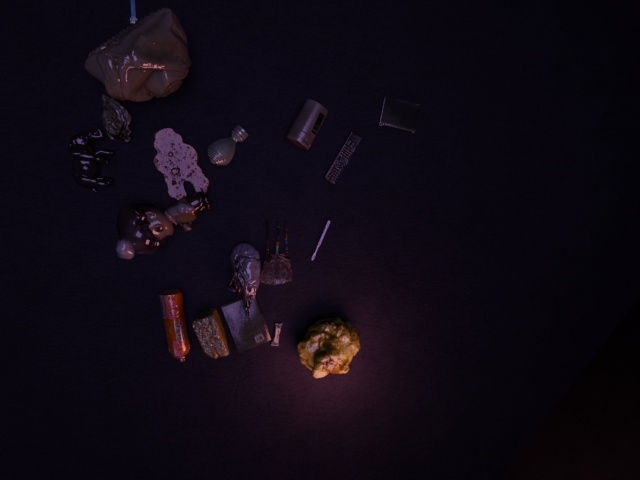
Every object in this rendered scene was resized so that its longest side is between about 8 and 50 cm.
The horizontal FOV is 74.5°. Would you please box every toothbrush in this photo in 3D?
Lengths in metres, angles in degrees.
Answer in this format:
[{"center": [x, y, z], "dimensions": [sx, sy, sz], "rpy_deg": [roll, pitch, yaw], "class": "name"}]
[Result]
[{"center": [0.000, 0.000, 1.885], "dimensions": [0.014, 0.017, 0.194], "rpy_deg": [24, 93, -13], "class": "toothbrush"}]

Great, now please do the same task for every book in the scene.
[{"center": [-0.328, 0.368, 1.865], "dimensions": [0.160, 0.024, 0.228], "rpy_deg": [-20, 101, -10], "class": "book"}]

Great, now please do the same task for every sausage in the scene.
[{"center": [-0.609, 0.365, 1.772], "dimensions": [0.093, 0.093, 0.312], "rpy_deg": [-8, 99, -11], "class": "sausage"}]

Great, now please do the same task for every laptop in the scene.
[{"center": [0.355, -0.560, 1.879], "dimensions": [0.180, 0.016, 0.129], "rpy_deg": [9, 96, -14], "class": "laptop"}]

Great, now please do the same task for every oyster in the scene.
[{"center": [-0.790, -0.472, 1.631], "dimensions": [0.125, 0.064, 0.177], "rpy_deg": [3, 108, 2], "class": "oyster"}]

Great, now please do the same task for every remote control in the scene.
[{"center": [0.099, -0.363, 1.849], "dimensions": [0.063, 0.025, 0.245], "rpy_deg": [32, 90, -15], "class": "remote control"}]

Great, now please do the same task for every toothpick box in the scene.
[{"center": [-0.057, -0.482, 1.755], "dimensions": [0.111, 0.111, 0.180], "rpy_deg": [29, 90, -14], "class": "toothpick box"}]

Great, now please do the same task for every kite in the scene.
[{"center": [-0.191, 0.054, 1.838], "dimensions": [0.152, 0.015, 0.285], "rpy_deg": [-3, 97, -29], "class": "kite"}]

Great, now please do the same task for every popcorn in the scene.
[{"center": [0.039, 0.475, 1.867], "dimensions": [0.287, 0.215, 0.252], "rpy_deg": [-21, 63, -3], "class": "popcorn"}]

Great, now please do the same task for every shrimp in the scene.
[{"center": [-0.326, 0.181, 1.790], "dimensions": [0.145, 0.116, 0.342], "rpy_deg": [-1, 90, -13], "class": "shrimp"}]

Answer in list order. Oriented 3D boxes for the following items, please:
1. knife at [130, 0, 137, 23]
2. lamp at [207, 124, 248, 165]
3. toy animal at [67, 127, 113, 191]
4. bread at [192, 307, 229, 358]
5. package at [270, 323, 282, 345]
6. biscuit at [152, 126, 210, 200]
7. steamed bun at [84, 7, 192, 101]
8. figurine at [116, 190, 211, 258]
[{"center": [-0.716, -0.878, 1.609], "dimensions": [0.027, 0.010, 0.096], "rpy_deg": [-2, 96, -11], "class": "knife"}, {"center": [-0.379, -0.386, 1.711], "dimensions": [0.106, 0.106, 0.193], "rpy_deg": [42, 79, -14], "class": "lamp"}, {"center": [-0.876, -0.308, 1.604], "dimensions": [0.146, 0.114, 0.244], "rpy_deg": [6, 97, -13], "class": "toy animal"}, {"center": [-0.463, 0.398, 1.786], "dimensions": [0.102, 0.138, 0.196], "rpy_deg": [-20, 103, -4], "class": "bread"}, {"center": [-0.199, 0.427, 1.907], "dimensions": [0.037, 0.015, 0.110], "rpy_deg": [9, 98, -18], "class": "package"}, {"center": [-0.575, -0.310, 1.706], "dimensions": [0.186, 0.044, 0.295], "rpy_deg": [-20, 103, -11], "class": "biscuit"}, {"center": [-0.623, -0.642, 1.521], "dimensions": [0.368, 0.342, 0.255], "rpy_deg": [-43, 129, -9], "class": "steamed bun"}, {"center": [-0.607, -0.061, 1.652], "dimensions": [0.365, 0.218, 0.206], "rpy_deg": [-13, 91, -11], "class": "figurine"}]
